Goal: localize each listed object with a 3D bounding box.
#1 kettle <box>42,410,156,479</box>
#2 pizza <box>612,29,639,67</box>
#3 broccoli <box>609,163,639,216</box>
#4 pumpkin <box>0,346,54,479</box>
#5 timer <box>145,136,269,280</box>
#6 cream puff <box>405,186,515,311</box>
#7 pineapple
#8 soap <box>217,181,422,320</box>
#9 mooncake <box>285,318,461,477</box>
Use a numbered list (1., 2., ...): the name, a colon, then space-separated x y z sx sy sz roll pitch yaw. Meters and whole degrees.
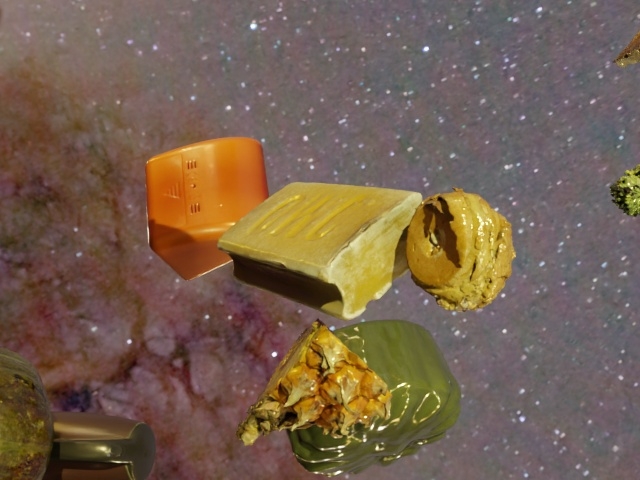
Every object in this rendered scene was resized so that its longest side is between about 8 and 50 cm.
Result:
1. kettle: -0.420 0.368 1.202 0.202 0.232 0.144 58 30 -61
2. pizza: 0.573 -0.362 1.060 0.089 0.323 0.223 35 -21 6
3. broccoli: 0.436 -0.069 0.893 0.097 0.095 0.092 29 -14 -11
4. pumpkin: -0.532 0.291 1.011 0.232 0.242 0.325 -35 -129 44
5. timer: -0.229 -0.082 1.433 0.161 0.250 0.257 52 24 -60
6. cream puff: 0.153 0.010 0.728 0.119 0.104 0.133 -52 -129 38
7. pineapple: -0.005 0.199 0.808 0.140 0.164 0.250 38 -22 -1
8. soap: 0.000 0.000 0.883 0.274 0.173 0.089 10 -45 55
9. mooncake: 0.097 0.324 1.339 0.356 0.356 0.194 102 -23 -47
